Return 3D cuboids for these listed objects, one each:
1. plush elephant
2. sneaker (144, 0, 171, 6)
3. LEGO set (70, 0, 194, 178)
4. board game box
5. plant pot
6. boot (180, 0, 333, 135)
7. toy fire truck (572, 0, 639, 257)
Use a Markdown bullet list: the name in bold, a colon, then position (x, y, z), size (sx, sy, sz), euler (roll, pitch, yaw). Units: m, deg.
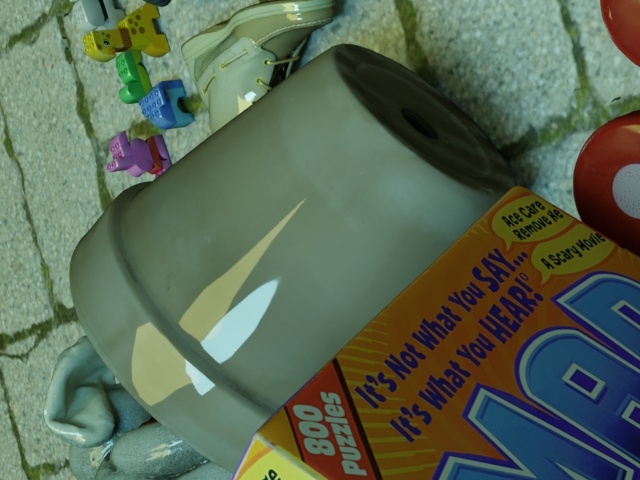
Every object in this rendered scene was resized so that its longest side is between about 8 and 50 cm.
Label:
- **plush elephant**: position (-0.146, 0.232, 1.473), size (0.255, 0.330, 0.272), euler (-108, 8, -49)
- **sneaker**: position (-0.232, -0.394, 1.521), size (0.384, 0.145, 0.147), euler (46, 108, 27)
- **LEGO set**: position (-0.207, -0.175, 1.549), size (0.087, 0.093, 0.227), euler (-26, 80, 47)
- **board game box**: position (0.126, 0.252, 0.854), size (0.356, 0.356, 0.356), euler (33, 122, 12)
- **plant pot**: position (0.000, 0.000, 1.244), size (0.280, 0.323, 0.323), euler (-52, 61, 22)
- **boot**: position (-0.045, -0.133, 1.398), size (0.213, 0.077, 0.165), euler (-16, 86, 53)
- **toy fire truck**: position (0.318, -0.085, 0.960), size (0.254, 0.169, 0.302), euler (18, 113, 34)
